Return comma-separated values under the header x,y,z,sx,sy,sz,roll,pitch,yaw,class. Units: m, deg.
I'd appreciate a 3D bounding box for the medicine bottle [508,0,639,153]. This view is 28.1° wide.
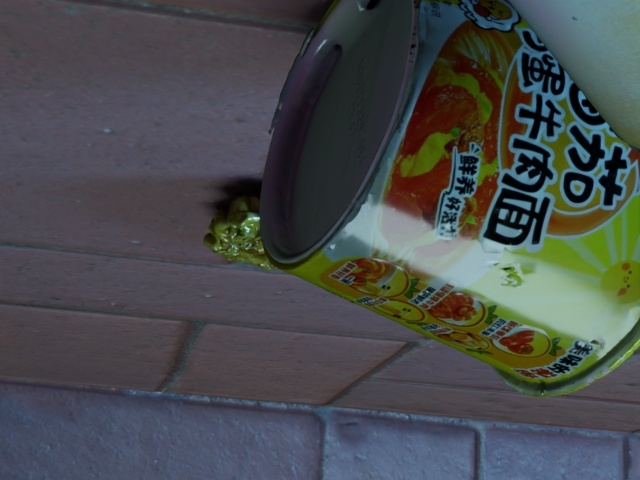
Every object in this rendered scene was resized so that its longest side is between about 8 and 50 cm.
x,y,z,sx,sy,sz,roll,pitch,yaw,class
0.096,-0.147,0.510,0.108,0.108,0.426,-6,162,28,medicine bottle

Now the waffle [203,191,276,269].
x,y,z,sx,sy,sz,roll,pitch,yaw,class
0.000,0.000,1.310,0.243,0.058,0.238,7,164,-18,waffle

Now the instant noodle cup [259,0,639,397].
x,y,z,sx,sy,sz,roll,pitch,yaw,class
0.092,-0.048,0.813,0.200,0.264,0.264,19,159,-23,instant noodle cup
